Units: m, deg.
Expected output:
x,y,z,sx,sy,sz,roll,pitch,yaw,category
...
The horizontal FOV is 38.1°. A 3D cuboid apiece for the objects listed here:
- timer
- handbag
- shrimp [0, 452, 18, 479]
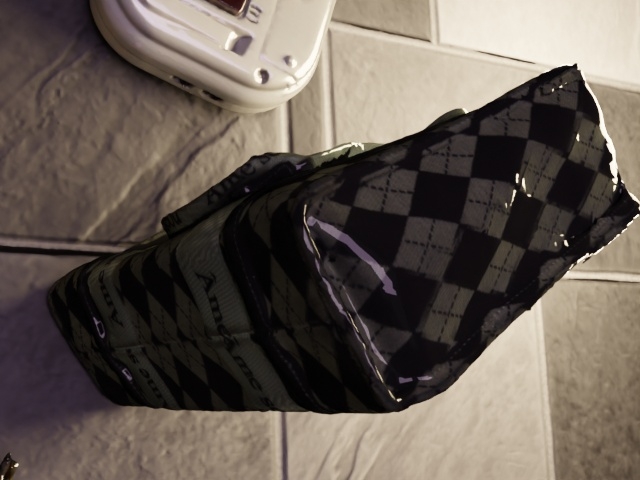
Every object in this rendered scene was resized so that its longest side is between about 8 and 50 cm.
x,y,z,sx,sy,sz,roll,pitch,yaw,category
-0.094,-0.270,0.928,0.237,0.087,0.262,24,68,-25,timer
0.000,0.000,0.747,0.317,0.416,0.180,-34,102,-35,handbag
-0.365,0.338,0.651,0.272,0.085,0.445,35,68,-15,shrimp
